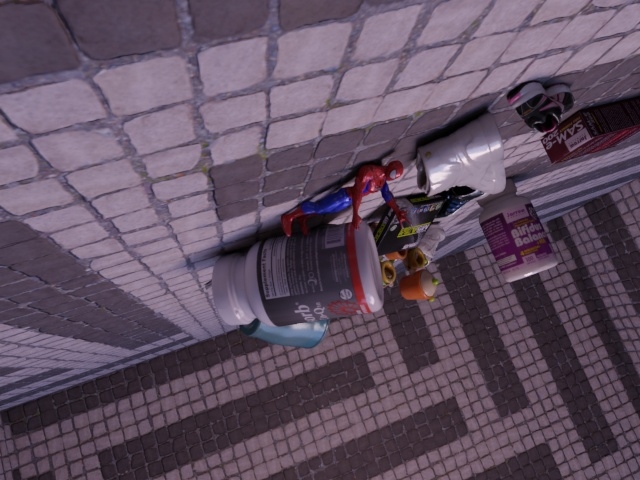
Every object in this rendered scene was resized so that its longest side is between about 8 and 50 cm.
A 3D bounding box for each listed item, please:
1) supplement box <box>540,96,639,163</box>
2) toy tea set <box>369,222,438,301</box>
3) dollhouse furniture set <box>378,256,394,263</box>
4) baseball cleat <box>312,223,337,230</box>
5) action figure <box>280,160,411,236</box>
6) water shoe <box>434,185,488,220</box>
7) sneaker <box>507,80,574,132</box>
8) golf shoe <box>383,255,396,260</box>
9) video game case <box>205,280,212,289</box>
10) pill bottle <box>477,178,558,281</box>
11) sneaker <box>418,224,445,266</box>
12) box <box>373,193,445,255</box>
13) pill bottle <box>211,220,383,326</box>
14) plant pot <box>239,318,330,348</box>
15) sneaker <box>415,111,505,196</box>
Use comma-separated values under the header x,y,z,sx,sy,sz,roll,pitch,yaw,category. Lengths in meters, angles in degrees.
x,y,z,sx,sy,sz,roll,pitch,yaw,category
0.665,-0.263,1.113,0.239,0.073,0.130,-17,167,-21,supplement box
0.258,0.064,1.453,0.124,0.200,0.336,-19,148,41,toy tea set
0.191,0.039,1.648,0.059,0.151,0.076,-61,170,2,dollhouse furniture set
0.000,0.000,1.236,0.205,0.072,0.109,-18,180,33,baseball cleat
0.059,-0.051,0.921,0.280,0.139,0.091,-31,165,34,action figure
0.373,-0.126,1.300,0.080,0.073,0.203,22,137,-40,water shoe
0.394,-0.224,0.825,0.178,0.077,0.072,-13,167,-36,sneaker
0.265,0.038,1.776,0.186,0.086,0.067,-11,167,-33,golf shoe
-0.241,0.106,1.393,0.157,0.019,0.143,-7,162,-47,video game case
0.606,-0.035,1.480,0.169,0.302,0.169,-20,169,-4,pill bottle
0.373,0.025,1.733,0.305,0.152,0.114,-10,160,-44,sneaker
0.232,-0.043,1.290,0.190,0.045,0.184,-11,138,-36,box
-0.049,0.087,1.090,0.362,0.211,0.210,-11,171,13,pill bottle
-0.145,0.246,1.662,0.255,0.272,0.271,8,153,-35,plant pot
0.277,-0.145,0.948,0.169,0.108,0.292,-22,159,17,sneaker
